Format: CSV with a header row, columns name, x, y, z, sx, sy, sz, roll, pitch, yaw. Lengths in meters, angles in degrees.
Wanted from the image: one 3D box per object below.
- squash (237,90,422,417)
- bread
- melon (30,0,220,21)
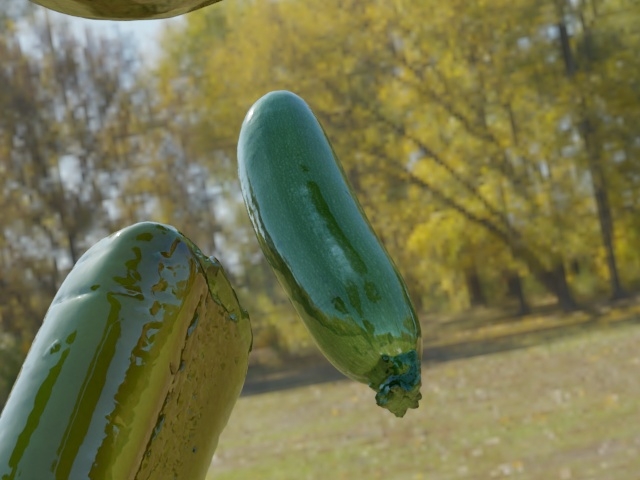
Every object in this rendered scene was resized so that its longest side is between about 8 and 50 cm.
name,x,y,z,sx,sy,sz,roll,pitch,yaw
squash,0.000,0.000,1.364,0.107,0.395,0.107,-15,-39,-13
bread,-0.153,0.166,0.898,0.112,0.383,0.166,5,-33,22
melon,-0.077,-0.240,0.528,0.248,0.329,0.248,-1,36,1
